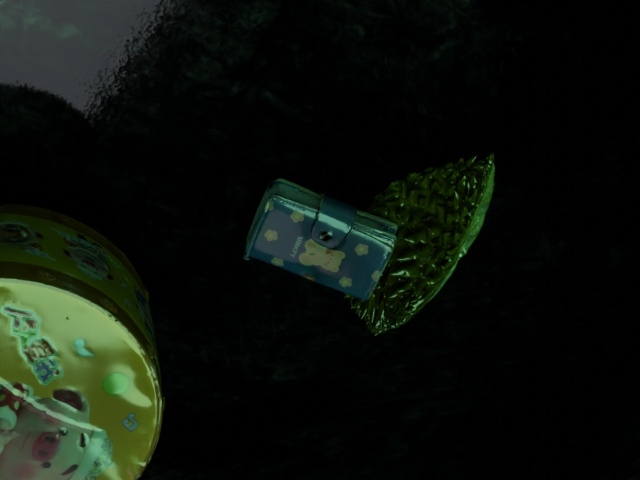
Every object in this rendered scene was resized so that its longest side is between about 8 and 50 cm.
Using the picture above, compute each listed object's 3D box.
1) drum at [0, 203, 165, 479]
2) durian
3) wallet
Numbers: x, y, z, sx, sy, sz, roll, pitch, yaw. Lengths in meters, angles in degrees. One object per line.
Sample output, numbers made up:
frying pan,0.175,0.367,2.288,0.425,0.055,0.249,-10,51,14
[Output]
drum,-0.416,0.174,1.254,0.431,0.214,0.431,-6,118,-11
durian,0.144,0.016,1.530,0.198,0.163,0.394,-41,159,-45
wallet,0.000,0.000,1.400,0.202,0.059,0.141,21,122,-6
